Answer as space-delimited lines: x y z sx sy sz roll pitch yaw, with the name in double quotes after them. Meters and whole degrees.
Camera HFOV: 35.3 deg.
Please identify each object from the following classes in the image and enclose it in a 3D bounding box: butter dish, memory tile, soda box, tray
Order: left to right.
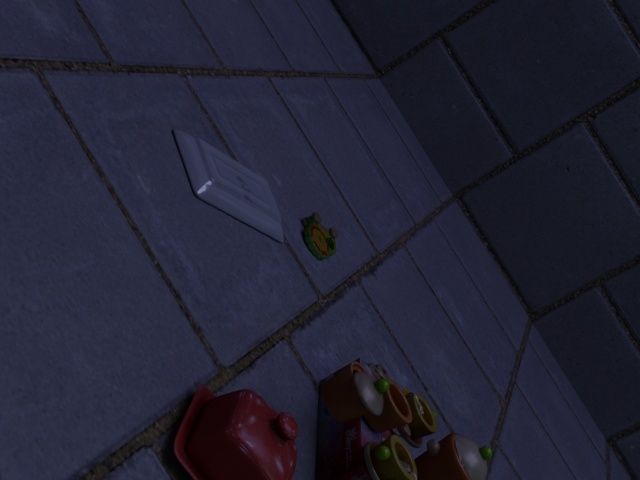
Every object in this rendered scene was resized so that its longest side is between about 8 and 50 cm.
-0.146 -0.096 1.731 0.270 0.030 0.145 30 33 -55 "tray"
-0.079 0.243 1.193 0.160 0.118 0.160 53 17 -13 "butter dish"
0.053 0.296 1.512 0.092 0.083 0.263 50 18 -22 "soda box"
0.120 0.287 1.822 0.113 0.012 0.148 21 41 -62 "memory tile"

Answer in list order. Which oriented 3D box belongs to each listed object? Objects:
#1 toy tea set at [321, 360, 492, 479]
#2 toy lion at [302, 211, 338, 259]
0.139 0.268 1.441 0.336 0.124 0.200 32 32 -56 "toy tea set"
0.000 0.000 1.963 0.100 0.034 0.096 40 31 -44 "toy lion"
